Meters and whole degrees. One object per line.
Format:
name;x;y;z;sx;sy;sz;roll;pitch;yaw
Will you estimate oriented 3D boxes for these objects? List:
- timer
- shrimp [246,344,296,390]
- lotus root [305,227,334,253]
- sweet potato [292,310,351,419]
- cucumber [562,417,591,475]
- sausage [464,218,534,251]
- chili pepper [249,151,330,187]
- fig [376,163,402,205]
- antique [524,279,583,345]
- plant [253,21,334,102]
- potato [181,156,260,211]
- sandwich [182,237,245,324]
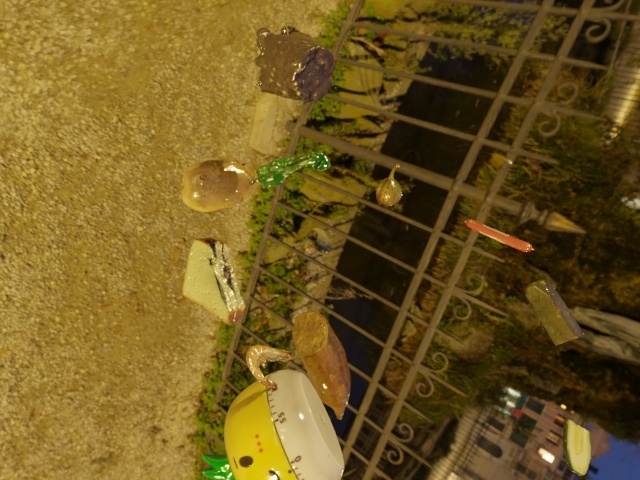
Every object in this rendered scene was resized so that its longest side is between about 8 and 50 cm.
timer;-0.114;0.428;0.838;0.285;0.285;0.285;-35;139;-38
shrimp;-0.082;0.225;0.719;0.114;0.083;0.023;18;129;-43
lotus root;0.001;-0.001;1.491;0.077;0.090;0.183;-40;156;3
sweet potato;0.018;0.415;1.348;0.158;0.158;0.369;-35;112;-38
cucumber;0.569;0.468;0.917;0.107;0.067;0.035;-63;-172;-34
sausage;0.586;-0.019;1.355;0.034;0.253;0.034;-23;128;-32
chili pepper;-0.097;-0.220;1.251;0.100;0.257;0.074;-88;153;-42
fig;0.358;-0.291;2.074;0.149;0.149;0.245;-33;143;-39
antique;0.804;0.243;1.416;0.081;0.221;0.080;-5;153;-43
plant;-0.100;-0.544;1.251;0.188;0.276;0.199;-20;136;-36
potato;-0.370;-0.212;1.515;0.296;0.141;0.191;-15;93;-22
sandwich;-0.379;0.137;1.491;0.100;0.288;0.254;8;104;-56
